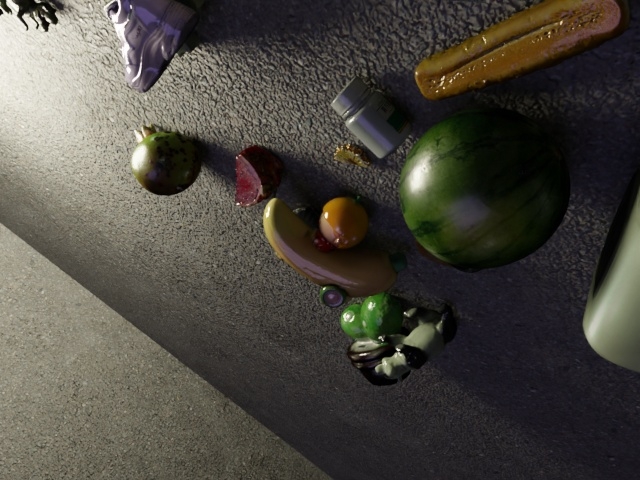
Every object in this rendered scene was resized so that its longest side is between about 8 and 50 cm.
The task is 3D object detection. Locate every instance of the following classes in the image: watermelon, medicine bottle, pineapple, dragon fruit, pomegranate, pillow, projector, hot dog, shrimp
[{"bbox_3d":[0.238,-0.076,0.757,0.242,0.242,0.242,22,145,17],"label":"watermelon"},{"bbox_3d":[0.085,-0.209,0.856,0.130,0.080,0.080,42,145,-12],"label":"medicine bottle"},{"bbox_3d":[0.060,-0.166,0.985,0.083,0.019,0.045,20,147,25],"label":"pineapple"},{"bbox_3d":[-0.127,-0.132,1.120,0.096,0.102,0.147,21,140,14],"label":"dragon fruit"},{"bbox_3d":[-0.375,-0.198,1.210,0.205,0.159,0.159,50,152,22],"label":"pomegranate"},{"bbox_3d":[0.000,0.000,1.216,0.208,0.055,0.141,51,150,-21],"label":"pillow"},{"bbox_3d":[0.508,0.026,0.644,0.249,0.248,0.249,17,143,24],"label":"projector"},{"bbox_3d":[0.251,-0.257,0.674,0.286,0.061,0.088,-4,128,45],"label":"hot dog"},{"bbox_3d":[0.270,0.000,0.992,0.152,0.046,0.219,28,150,10],"label":"shrimp"}]

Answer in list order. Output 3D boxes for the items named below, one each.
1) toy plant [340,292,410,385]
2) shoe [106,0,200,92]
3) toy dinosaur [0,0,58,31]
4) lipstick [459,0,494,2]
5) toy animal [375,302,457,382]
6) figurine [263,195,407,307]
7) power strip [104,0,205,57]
[{"bbox_3d":[0.148,0.249,1.315,0.218,0.175,0.235,-18,95,57],"label":"toy plant"},{"bbox_3d":[-0.322,-0.364,0.901,0.137,0.095,0.245,39,146,-21],"label":"shoe"},{"bbox_3d":[-0.633,-0.552,1.084,0.187,0.087,0.179,29,112,-21],"label":"toy dinosaur"},{"bbox_3d":[0.163,-0.337,0.667,0.141,0.040,0.040,17,143,23],"label":"lipstick"},{"bbox_3d":[0.224,0.245,1.204,0.121,0.225,0.094,57,166,-29],"label":"toy animal"},{"bbox_3d":[0.027,0.005,1.093,0.324,0.124,0.222,35,121,-10],"label":"figurine"},{"bbox_3d":[-0.286,-0.416,0.938,0.216,0.061,0.145,-1,140,41],"label":"power strip"}]
